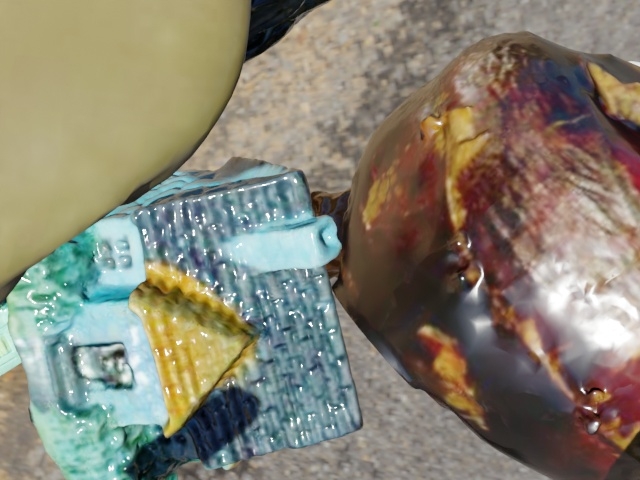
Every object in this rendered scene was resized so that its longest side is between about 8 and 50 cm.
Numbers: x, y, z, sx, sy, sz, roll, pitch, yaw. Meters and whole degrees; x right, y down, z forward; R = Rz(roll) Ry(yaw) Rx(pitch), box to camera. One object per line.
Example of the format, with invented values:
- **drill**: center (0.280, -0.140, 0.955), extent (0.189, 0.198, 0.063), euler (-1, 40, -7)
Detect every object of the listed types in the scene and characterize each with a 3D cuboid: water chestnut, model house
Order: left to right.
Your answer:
- **model house**: center (-0.084, 0.084, 1.075), extent (0.226, 0.241, 0.261), euler (-36, 116, -51)
- **water chestnut**: center (0.200, -0.004, 0.871), extent (0.335, 0.335, 0.347), euler (35, 114, -28)

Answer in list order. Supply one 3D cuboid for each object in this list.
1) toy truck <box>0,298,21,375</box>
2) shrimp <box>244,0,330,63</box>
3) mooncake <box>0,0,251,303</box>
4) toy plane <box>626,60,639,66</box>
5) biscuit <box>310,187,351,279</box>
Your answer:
- **toy truck**: center (-0.435, 0.038, 1.468), extent (0.155, 0.156, 0.279), euler (-31, 108, -11)
- **shrimp**: center (-0.046, -0.112, 0.659), extent (0.217, 0.150, 0.051), euler (-31, 101, -1)
- **mooncake**: center (-0.209, -0.132, 0.494), extent (0.378, 0.201, 0.378), euler (2, 83, -16)
- **toy plane**: center (0.333, -0.054, 1.035), extent (0.255, 0.251, 0.101), euler (39, 38, 2)
- **biscuit**: center (0.000, 0.000, 1.744), extent (0.318, 0.312, 0.110), euler (20, 63, -72)
